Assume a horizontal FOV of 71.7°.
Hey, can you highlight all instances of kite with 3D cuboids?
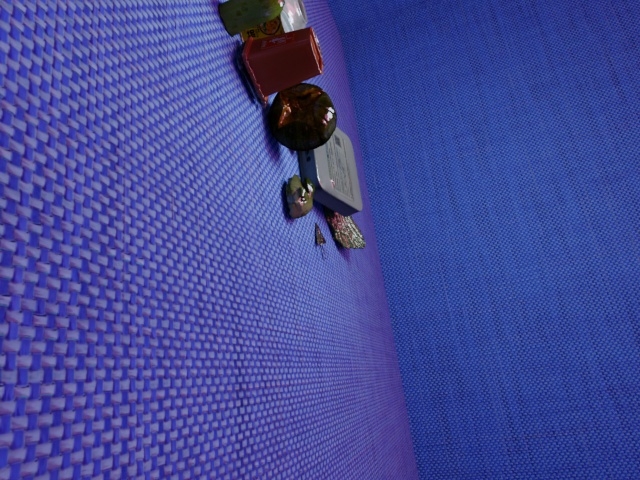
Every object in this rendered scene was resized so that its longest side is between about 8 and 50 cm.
[{"bbox_3d":[0.000,0.000,1.798,0.183,0.010,0.160,-11,85,-79],"label":"kite"}]

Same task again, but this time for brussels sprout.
[{"bbox_3d":[-0.068,-0.143,1.511,0.181,0.100,0.139,-101,-171,-54],"label":"brussels sprout"}]

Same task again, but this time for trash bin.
[{"bbox_3d":[-0.114,-0.537,1.362,0.161,0.238,0.185,-88,162,-44],"label":"trash bin"}]

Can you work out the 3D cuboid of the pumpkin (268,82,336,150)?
[{"bbox_3d":[-0.061,-0.410,1.491,0.159,0.237,0.238,54,26,-68],"label":"pumpkin"}]

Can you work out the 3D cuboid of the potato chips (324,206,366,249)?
[{"bbox_3d":[0.114,-0.131,2.163,0.373,0.097,0.390,-74,142,-57],"label":"potato chips"}]

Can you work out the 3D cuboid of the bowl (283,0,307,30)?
[{"bbox_3d":[-0.141,-0.921,1.789,0.277,0.145,0.277,-15,90,-76],"label":"bowl"}]

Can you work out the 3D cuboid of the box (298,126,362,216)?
[{"bbox_3d":[0.036,-0.331,1.906,0.396,0.111,0.396,24,53,-55],"label":"box"}]

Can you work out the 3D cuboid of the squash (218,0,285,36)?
[{"bbox_3d":[-0.193,-0.672,1.282,0.095,0.187,0.095,-13,90,-73],"label":"squash"}]

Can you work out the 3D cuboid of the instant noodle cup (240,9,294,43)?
[{"bbox_3d":[-0.166,-0.671,1.467,0.182,0.144,0.182,-12,90,-75],"label":"instant noodle cup"}]
